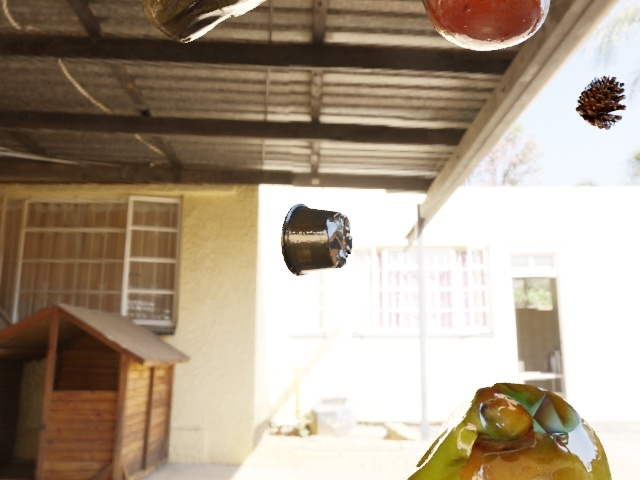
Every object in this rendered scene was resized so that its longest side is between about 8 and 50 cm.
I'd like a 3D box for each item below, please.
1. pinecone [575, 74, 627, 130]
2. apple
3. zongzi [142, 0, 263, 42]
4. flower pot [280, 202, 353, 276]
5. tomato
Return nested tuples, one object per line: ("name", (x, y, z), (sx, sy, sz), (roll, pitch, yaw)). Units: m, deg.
("pinecone", (0.565, -0.279, 1.325), (0.102, 0.102, 0.109), (-3, -40, 16))
("apple", (0.320, 0.438, 1.161), (0.384, 0.373, 0.374), (-4, -10, -16))
("zongzi", (-0.149, -0.391, 1.012), (0.323, 0.360, 0.160), (-38, -50, 24))
("flower pot", (0.000, 0.000, 1.371), (0.107, 0.157, 0.157), (2, -10, 30))
("tomato", (0.230, -0.376, 0.928), (0.185, 0.208, 0.208), (10, -7, 27))
